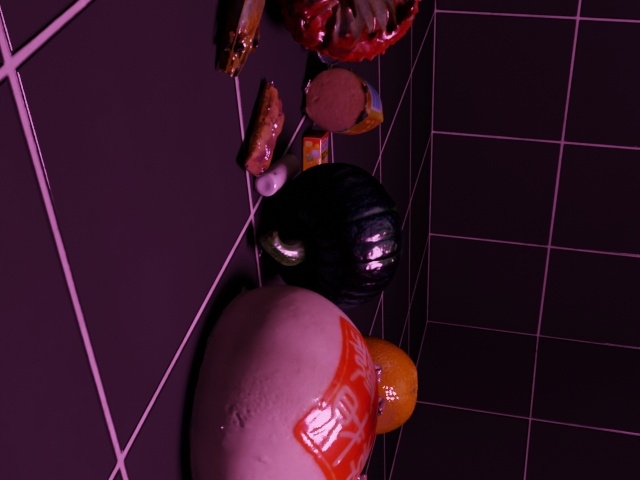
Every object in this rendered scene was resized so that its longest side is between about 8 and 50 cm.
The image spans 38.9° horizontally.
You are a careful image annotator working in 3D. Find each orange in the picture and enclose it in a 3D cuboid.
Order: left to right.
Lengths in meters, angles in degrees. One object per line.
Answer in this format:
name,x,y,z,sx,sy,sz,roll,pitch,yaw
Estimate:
orange,0.096,0.315,1.977,0.236,0.236,0.236,6,90,-77

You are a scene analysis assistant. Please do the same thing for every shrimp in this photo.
shrimp,-0.098,-0.314,1.244,0.115,0.051,0.217,71,26,-66

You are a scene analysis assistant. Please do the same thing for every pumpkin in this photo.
pumpkin,0.000,0.000,1.486,0.248,0.248,0.248,6,90,-77

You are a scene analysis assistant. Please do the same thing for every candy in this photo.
candy,-0.010,-0.143,1.715,0.062,0.038,0.122,-55,149,-65

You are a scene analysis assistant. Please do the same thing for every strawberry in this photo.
strawberry,0.042,-0.409,1.430,0.257,0.261,0.261,-154,-112,-71

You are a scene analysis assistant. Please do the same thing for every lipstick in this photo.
lipstick,-0.069,-0.107,1.477,0.141,0.040,0.040,-51,145,-66

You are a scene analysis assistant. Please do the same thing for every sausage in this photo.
sausage,0.053,-0.261,1.768,0.317,0.125,0.117,-18,110,-79

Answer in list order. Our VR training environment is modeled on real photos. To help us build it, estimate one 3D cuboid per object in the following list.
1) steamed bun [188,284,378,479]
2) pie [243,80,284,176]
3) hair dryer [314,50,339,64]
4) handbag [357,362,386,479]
steamed bun,-0.037,0.258,1.370,0.374,0.241,0.375,9,90,-74
pie,-0.085,-0.163,1.397,0.092,0.034,0.170,65,33,-59
hair dryer,0.014,-0.468,1.590,0.236,0.091,0.272,-84,167,-45
handbag,0.013,0.334,1.702,0.190,0.193,0.252,87,16,-50
